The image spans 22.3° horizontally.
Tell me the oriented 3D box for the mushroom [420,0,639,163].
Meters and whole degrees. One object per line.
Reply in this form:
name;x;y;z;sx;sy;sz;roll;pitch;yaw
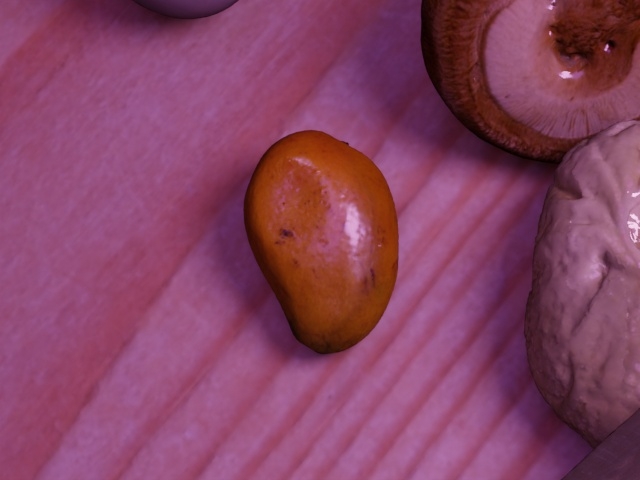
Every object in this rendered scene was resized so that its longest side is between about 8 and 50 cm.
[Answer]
mushroom;0.183;-0.161;1.190;0.231;0.194;0.138;12;44;-11

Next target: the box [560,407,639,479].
box;0.200;0.236;0.984;0.231;0.155;0.149;-38;40;-21

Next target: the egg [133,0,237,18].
egg;-0.120;-0.267;1.299;0.146;0.146;0.199;-24;61;3

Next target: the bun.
bun;0.237;0.035;1.118;0.244;0.153;0.244;-5;72;16

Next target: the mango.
mango;0.006;-0.004;1.213;0.115;0.089;0.165;-28;71;3
